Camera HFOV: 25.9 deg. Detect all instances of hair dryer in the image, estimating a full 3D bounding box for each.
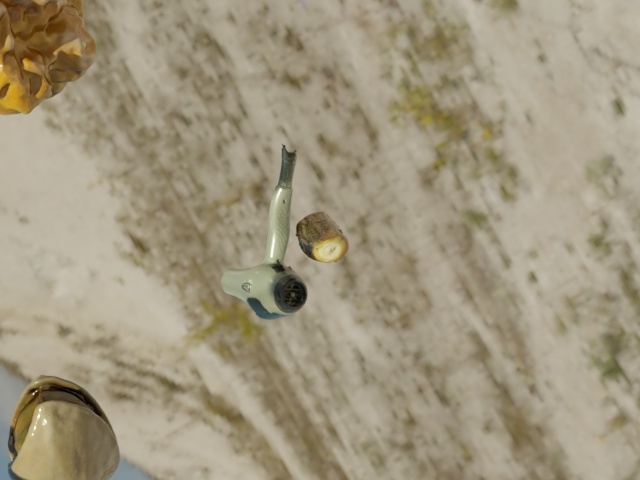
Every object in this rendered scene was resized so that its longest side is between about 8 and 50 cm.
[{"bbox_3d":[-0.094,0.005,2.237,0.229,0.092,0.267,-26,60,57],"label":"hair dryer"}]

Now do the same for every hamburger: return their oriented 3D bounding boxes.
[{"bbox_3d":[-0.333,-0.234,1.416,0.149,0.237,0.237,3,129,44],"label":"hamburger"}]

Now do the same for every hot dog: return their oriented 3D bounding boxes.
[{"bbox_3d":[0.000,0.000,2.063,0.215,0.066,0.047,-134,25,-75],"label":"hot dog"}]

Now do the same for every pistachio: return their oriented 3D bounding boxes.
[{"bbox_3d":[-0.357,0.281,1.902,0.237,0.153,0.137,82,167,-47],"label":"pistachio"}]
